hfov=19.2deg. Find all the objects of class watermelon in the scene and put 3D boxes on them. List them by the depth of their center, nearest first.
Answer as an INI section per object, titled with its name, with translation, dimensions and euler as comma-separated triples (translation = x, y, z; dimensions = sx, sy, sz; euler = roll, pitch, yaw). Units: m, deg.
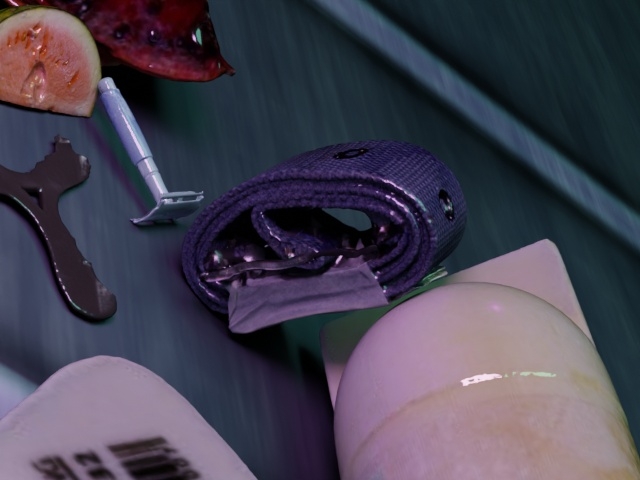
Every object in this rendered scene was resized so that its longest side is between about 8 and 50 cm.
[watermelon]
translation = -0.255, -0.161, 1.595
dimensions = 0.069, 0.087, 0.163
euler = 20, 5, 35

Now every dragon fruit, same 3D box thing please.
[dragon fruit]
translation = -0.229, -0.279, 1.750
dimensions = 0.329, 0.228, 0.286
euler = -118, -169, -68

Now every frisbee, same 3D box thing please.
[frisbee]
translation = -0.221, -0.035, 1.508
dimensions = 0.211, 0.012, 0.187
euler = 46, 25, -5

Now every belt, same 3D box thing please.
[belt]
translation = 0.000, 0.000, 1.567
dimensions = 0.126, 0.230, 0.139
euler = -36, 112, -63

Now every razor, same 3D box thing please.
[razor]
translation = -0.156, -0.080, 1.618
dimensions = 0.068, 0.040, 0.135
euler = -7, 66, -60

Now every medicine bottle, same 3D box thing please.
[medicine bottle]
translation = 0.133, 0.182, 1.505
dimensions = 0.236, 0.236, 0.406
euler = 29, 33, -35

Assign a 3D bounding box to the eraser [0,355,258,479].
[eraser]
translation = -0.097, 0.239, 1.097
dimensions = 0.331, 0.150, 0.331
euler = 25, 26, -13
